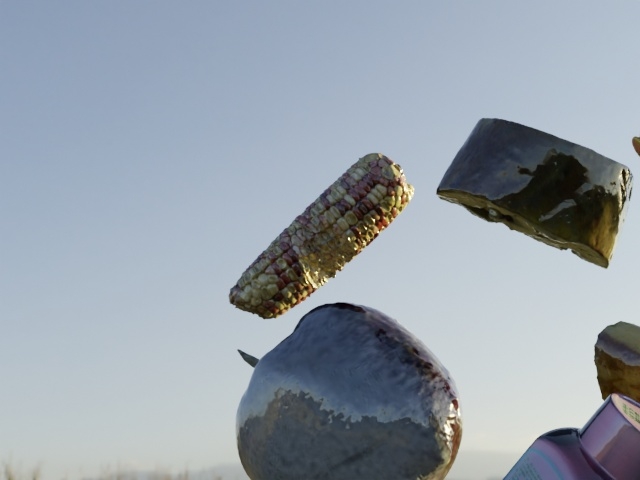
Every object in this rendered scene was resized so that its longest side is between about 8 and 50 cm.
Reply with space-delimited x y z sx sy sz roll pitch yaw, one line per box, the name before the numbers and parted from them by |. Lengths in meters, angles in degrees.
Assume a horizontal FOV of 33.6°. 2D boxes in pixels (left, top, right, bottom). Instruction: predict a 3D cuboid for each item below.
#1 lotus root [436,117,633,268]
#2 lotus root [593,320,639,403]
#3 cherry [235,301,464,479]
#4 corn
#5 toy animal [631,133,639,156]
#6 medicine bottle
lotus root | 0.267 -0.059 1.260 0.235 0.119 0.138 23 -3 -6
lotus root | 0.348 0.149 1.056 0.159 0.095 0.135 26 -6 -18
cherry | 0.025 0.202 1.256 0.296 0.255 0.218 25 -30 27
corn | 0.000 0.000 1.411 0.290 0.098 0.098 -43 -18 -5
toy animal | 0.575 -0.112 1.781 0.083 0.159 0.070 -40 15 -6
medicine bottle | 0.234 0.232 0.947 0.119 0.094 0.188 23 -69 -32
